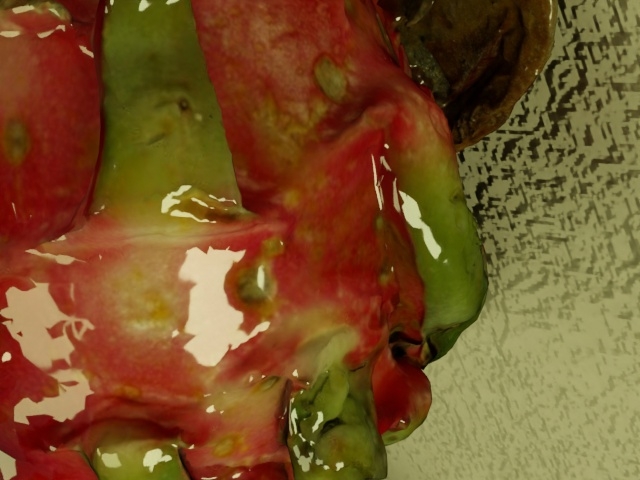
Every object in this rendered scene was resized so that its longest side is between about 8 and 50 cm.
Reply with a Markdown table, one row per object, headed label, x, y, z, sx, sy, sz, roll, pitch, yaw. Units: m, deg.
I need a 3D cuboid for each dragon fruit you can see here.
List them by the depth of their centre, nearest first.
| label | x | y | z | sx | sy | sz | roll | pitch | yaw |
| --- | --- | --- | --- | --- | --- | --- | --- | --- | --- |
| dragon fruit | -0.058 | -0.031 | 0.625 | 0.231 | 0.237 | 0.302 | -20 | 64 | 32 |

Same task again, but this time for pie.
| label | x | y | z | sx | sy | sz | roll | pitch | yaw |
| --- | --- | --- | --- | --- | --- | --- | --- | --- | --- |
| pie | 0.052 | -0.086 | 0.669 | 0.088 | 0.033 | 0.191 | 52 | 149 | 15 |
